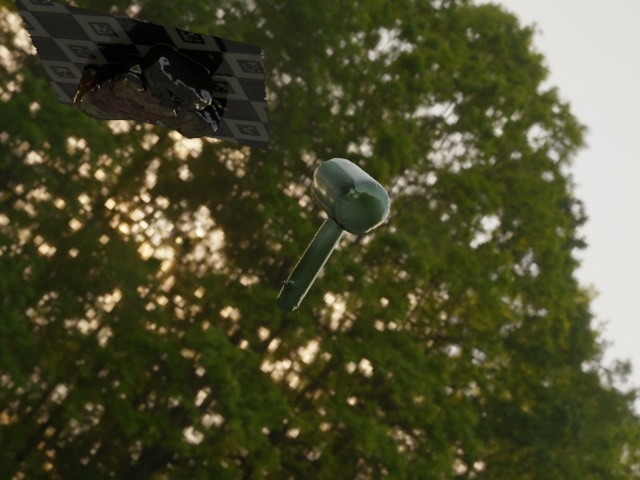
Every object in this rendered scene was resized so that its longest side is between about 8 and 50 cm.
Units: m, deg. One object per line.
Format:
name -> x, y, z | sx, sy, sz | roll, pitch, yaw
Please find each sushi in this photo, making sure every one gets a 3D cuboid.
sushi -> -0.241, -0.195, 1.377 | 0.339, 0.068, 0.320 | 13, -19, 1

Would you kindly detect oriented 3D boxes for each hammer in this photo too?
hammer -> 0.000, 0.000, 2.040 | 0.119, 0.335, 0.206 | 28, 8, -28
